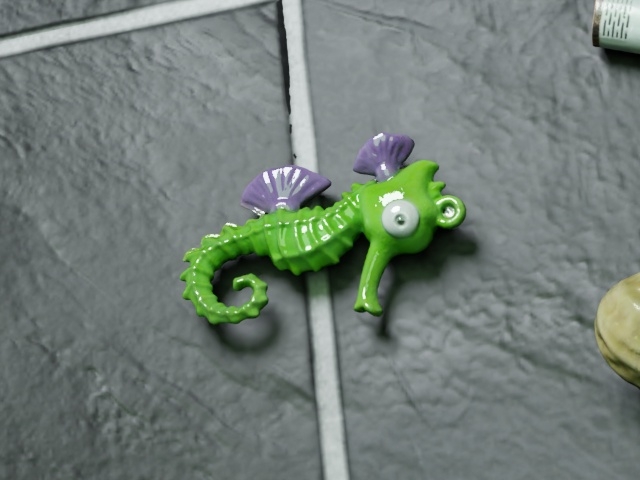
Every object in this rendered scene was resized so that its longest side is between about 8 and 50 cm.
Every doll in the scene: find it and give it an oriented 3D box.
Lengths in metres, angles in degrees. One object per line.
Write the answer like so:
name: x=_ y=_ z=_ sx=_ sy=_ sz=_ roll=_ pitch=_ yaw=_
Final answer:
doll: x=0.000 y=0.000 z=1.011 sx=0.190 sy=0.050 sz=0.115 roll=-14 pitch=62 yaw=11

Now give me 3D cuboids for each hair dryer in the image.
hair dryer: x=0.269 y=-0.194 z=1.013 sx=0.155 sy=0.044 sz=0.183 roll=13 pitch=72 yaw=16

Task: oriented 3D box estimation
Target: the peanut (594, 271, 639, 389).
peanut: x=0.254 y=0.060 z=0.906 sx=0.194 sy=0.093 sz=0.083 roll=9 pitch=109 yaw=8
